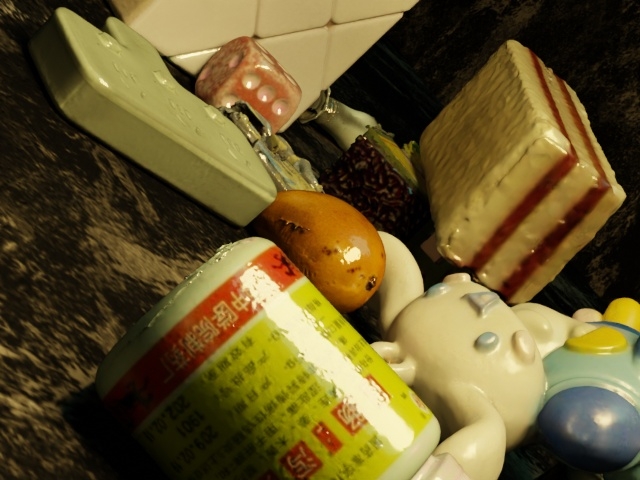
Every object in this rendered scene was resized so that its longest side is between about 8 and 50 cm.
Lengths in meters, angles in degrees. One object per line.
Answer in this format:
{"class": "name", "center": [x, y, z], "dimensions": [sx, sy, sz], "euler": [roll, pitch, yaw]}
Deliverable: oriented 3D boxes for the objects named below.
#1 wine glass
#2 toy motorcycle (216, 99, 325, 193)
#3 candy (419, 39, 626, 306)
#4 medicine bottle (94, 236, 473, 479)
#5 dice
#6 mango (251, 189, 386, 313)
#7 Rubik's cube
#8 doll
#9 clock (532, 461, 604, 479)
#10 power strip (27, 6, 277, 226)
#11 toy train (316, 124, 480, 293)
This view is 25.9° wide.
{"class": "wine glass", "center": [0.025, -0.179, 2.062], "dimensions": [0.155, 0.072, 0.072], "euler": [30, 21, -52]}
{"class": "toy motorcycle", "center": [-0.043, -0.068, 1.487], "dimensions": [0.193, 0.061, 0.124], "euler": [54, 19, 6]}
{"class": "candy", "center": [0.216, -0.087, 1.574], "dimensions": [0.135, 0.179, 0.320], "euler": [37, 22, -19]}
{"class": "medicine bottle", "center": [-0.012, 0.119, 0.811], "dimensions": [0.225, 0.139, 0.139], "euler": [47, 12, 3]}
{"class": "dice", "center": [-0.084, -0.173, 1.610], "dimensions": [0.093, 0.094, 0.091], "euler": [39, 11, -30]}
{"class": "mango", "center": [0.001, -0.002, 1.327], "dimensions": [0.159, 0.105, 0.084], "euler": [52, -27, 30]}
{"class": "Rubik's cube", "center": [-0.094, -0.386, 1.723], "dimensions": [0.322, 0.319, 0.316], "euler": [32, 20, -48]}
{"class": "doll", "center": [0.212, 0.121, 1.313], "dimensions": [0.366, 0.187, 0.376], "euler": [8, 46, -17]}
{"class": "clock", "center": [0.322, 0.354, 1.378], "dimensions": [0.319, 0.066, 0.319], "euler": [44, 13, -13]}
{"class": "power strip", "center": [-0.162, -0.131, 1.291], "dimensions": [0.265, 0.059, 0.193], "euler": [33, 19, -47]}
{"class": "toy train", "center": [0.108, -0.023, 1.683], "dimensions": [0.261, 0.134, 0.177], "euler": [52, 14, 23]}
